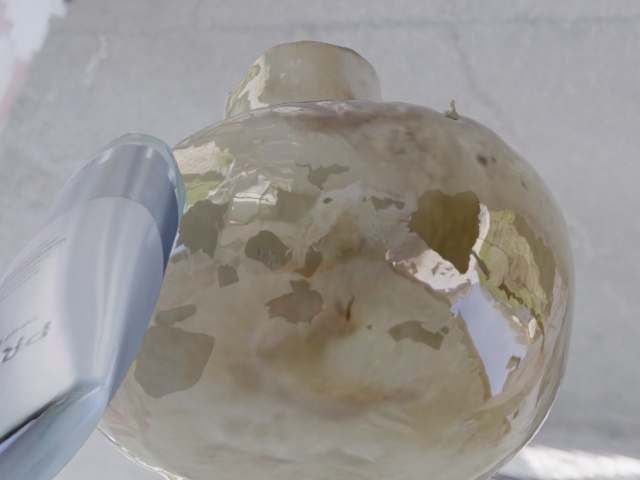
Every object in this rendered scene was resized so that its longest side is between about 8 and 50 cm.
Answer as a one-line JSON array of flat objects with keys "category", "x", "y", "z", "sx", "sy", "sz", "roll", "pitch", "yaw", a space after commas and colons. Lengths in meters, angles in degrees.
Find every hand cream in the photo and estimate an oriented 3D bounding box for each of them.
[{"category": "hand cream", "x": -0.078, "y": 0.022, "z": 0.509, "sx": 0.048, "sy": 0.079, "sz": 0.255, "roll": 44, "pitch": -166, "yaw": -11}]

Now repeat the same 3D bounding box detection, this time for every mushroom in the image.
[{"category": "mushroom", "x": 0.000, "y": 0.000, "z": 0.908, "sx": 0.292, "sy": 0.290, "sz": 0.292, "roll": -1, "pitch": 143, "yaw": -1}]
